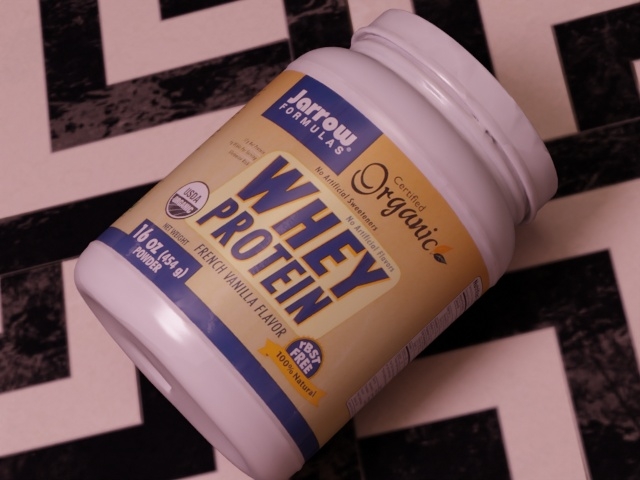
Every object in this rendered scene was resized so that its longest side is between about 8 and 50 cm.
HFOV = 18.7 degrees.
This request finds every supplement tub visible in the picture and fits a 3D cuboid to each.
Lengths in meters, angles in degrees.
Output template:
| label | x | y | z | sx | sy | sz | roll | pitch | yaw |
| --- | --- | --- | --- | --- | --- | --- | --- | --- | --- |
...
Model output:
| label | x | y | z | sx | sy | sz | roll | pitch | yaw |
| --- | --- | --- | --- | --- | --- | --- | --- | --- | --- |
| supplement tub | 0.000 | 0.000 | 1.455 | 0.316 | 0.228 | 0.228 | -43 | 60 | -11 |
